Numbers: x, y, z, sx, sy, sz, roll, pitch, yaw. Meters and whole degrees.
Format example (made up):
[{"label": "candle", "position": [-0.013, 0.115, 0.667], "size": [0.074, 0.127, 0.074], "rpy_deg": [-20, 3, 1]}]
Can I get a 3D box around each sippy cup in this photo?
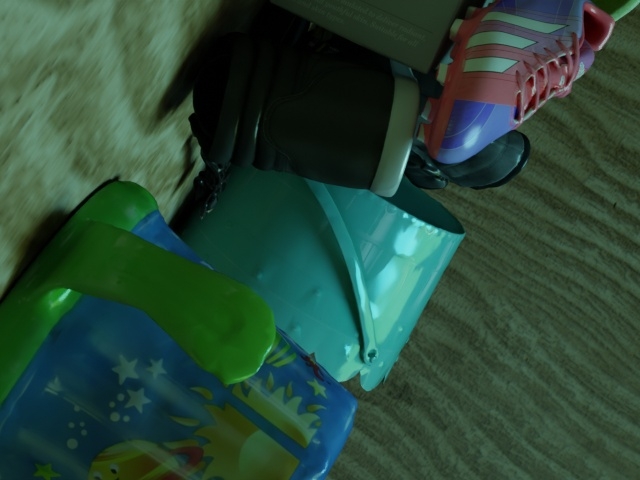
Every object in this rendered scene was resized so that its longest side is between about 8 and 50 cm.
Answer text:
[{"label": "sippy cup", "position": [-0.107, 0.115, 0.953], "size": [0.240, 0.224, 0.305], "rpy_deg": [-57, 179, 4]}]

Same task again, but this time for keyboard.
[{"label": "keyboard", "position": [-0.059, -0.126, 1.232], "size": [0.202, 0.033, 0.317], "rpy_deg": [-63, 180, -13]}]

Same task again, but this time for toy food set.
[{"label": "toy food set", "position": [0.012, -0.221, 1.312], "size": [0.083, 0.020, 0.083], "rpy_deg": [111, -2, -57]}]

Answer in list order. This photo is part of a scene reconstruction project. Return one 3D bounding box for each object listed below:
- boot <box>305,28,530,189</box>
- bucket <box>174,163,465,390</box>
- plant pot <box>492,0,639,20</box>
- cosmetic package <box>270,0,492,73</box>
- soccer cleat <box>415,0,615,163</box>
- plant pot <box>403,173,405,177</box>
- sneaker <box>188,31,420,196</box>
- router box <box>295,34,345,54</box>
[{"label": "boot", "position": [0.122, -0.126, 1.352], "size": [0.338, 0.222, 0.118], "rpy_deg": [13, -103, 62]}, {"label": "bucket", "position": [0.000, 0.000, 1.472], "size": [0.183, 0.281, 0.281], "rpy_deg": [-57, 179, 11]}, {"label": "plant pot", "position": [0.239, -0.389, 1.559], "size": [0.276, 0.276, 0.254], "rpy_deg": [-56, -170, 27]}, {"label": "cosmetic package", "position": [0.060, -0.195, 1.047], "size": [0.107, 0.127, 0.238], "rpy_deg": [-67, 171, 17]}, {"label": "soccer cleat", "position": [0.136, -0.119, 0.969], "size": [0.248, 0.095, 0.083], "rpy_deg": [-57, 167, -55]}, {"label": "plant pot", "position": [-0.015, -0.065, 1.727], "size": [0.188, 0.187, 0.167], "rpy_deg": [-56, 167, -16]}, {"label": "sneaker", "position": [-0.017, -0.106, 1.040], "size": [0.296, 0.146, 0.105], "rpy_deg": [-102, -153, -78]}, {"label": "router box", "position": [-0.021, -0.124, 1.250], "size": [0.092, 0.038, 0.122], "rpy_deg": [-63, -179, 18]}]
